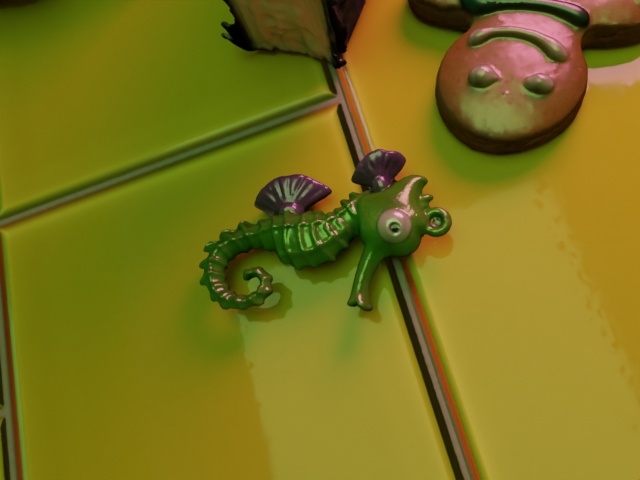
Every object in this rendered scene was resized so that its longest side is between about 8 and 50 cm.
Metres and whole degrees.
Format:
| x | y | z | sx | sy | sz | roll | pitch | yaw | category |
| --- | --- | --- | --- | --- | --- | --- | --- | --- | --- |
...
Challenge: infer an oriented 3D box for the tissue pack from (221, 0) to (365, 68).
| x | y | z | sx | sy | sz | roll | pitch | yaw | category |
| --- | --- | --- | --- | --- | --- | --- | --- | --- | --- |
| 0.007 | -0.350 | 0.437 | 0.122 | 0.259 | 0.361 | 16 | 76 | 14 | tissue pack |

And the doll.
| x | y | z | sx | sy | sz | roll | pitch | yaw | category |
| --- | --- | --- | --- | --- | --- | --- | --- | --- | --- |
| 0.000 | 0.000 | 0.442 | 0.190 | 0.050 | 0.115 | -11 | 64 | 12 | doll |

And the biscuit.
| x | y | z | sx | sy | sz | roll | pitch | yaw | category |
| --- | --- | --- | --- | --- | --- | --- | --- | --- | --- |
| 0.167 | -0.210 | 0.469 | 0.197 | 0.049 | 0.301 | 13 | 78 | 19 | biscuit |
